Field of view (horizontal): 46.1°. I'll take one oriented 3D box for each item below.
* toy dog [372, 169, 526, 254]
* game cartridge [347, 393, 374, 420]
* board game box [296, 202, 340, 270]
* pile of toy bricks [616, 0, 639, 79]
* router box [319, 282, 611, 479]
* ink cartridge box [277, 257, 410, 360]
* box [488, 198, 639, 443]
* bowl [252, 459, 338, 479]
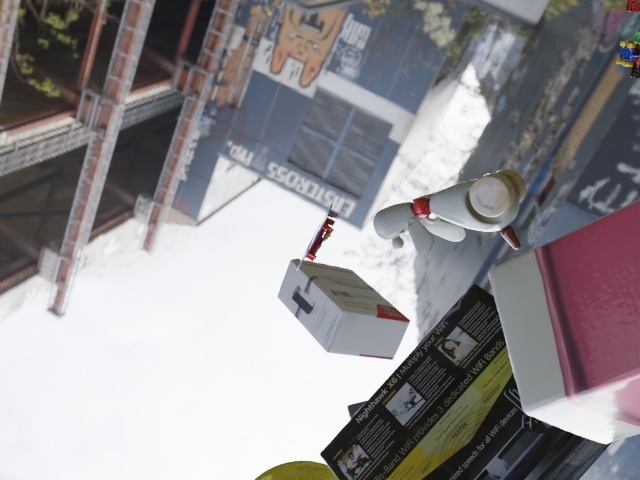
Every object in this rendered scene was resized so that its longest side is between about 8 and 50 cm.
[{"bbox_3d":[0.284,-0.033,1.551,0.220,0.333,0.161,-18,-90,-38],"label":"toy dog"},{"bbox_3d":[0.241,0.350,1.450,0.355,0.068,0.230,-13,-152,-4],"label":"game cartridge"},{"bbox_3d":[0.000,0.000,1.641,0.033,0.169,0.133,28,-150,-4],"label":"board game box"},{"bbox_3d":[0.459,-0.253,0.949,0.105,0.118,0.212,5,-160,2],"label":"pile of toy bricks"},{"bbox_3d":[0.177,0.236,0.909,0.081,0.309,0.243,43,180,-40],"label":"router box"},{"bbox_3d":[0.048,0.159,1.777,0.197,0.114,0.273,12,-162,-34],"label":"ink cartridge box"},{"bbox_3d":[0.270,0.050,0.559,0.148,0.232,0.127,26,-135,-41],"label":"box"},{"bbox_3d":[-0.031,0.597,1.475,0.289,0.289,0.156,20,-178,-9],"label":"bowl"}]
